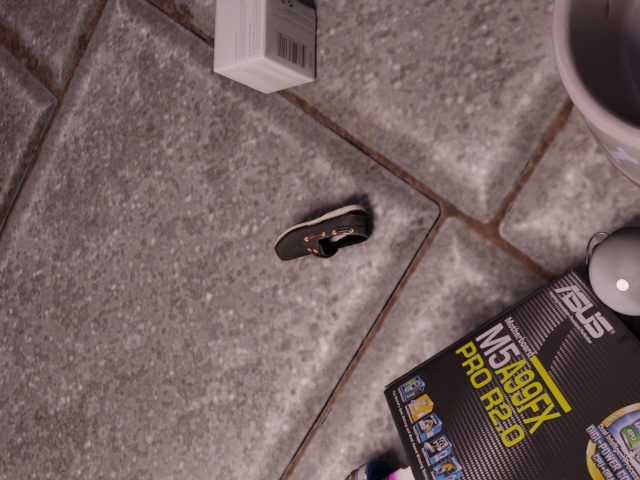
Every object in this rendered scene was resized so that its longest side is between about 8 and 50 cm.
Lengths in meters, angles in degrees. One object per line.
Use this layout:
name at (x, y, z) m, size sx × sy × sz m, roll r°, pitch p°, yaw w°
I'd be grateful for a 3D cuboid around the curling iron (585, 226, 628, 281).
curling iron at (0.345, 0.077, 0.688) m, size 0.274 × 0.035 × 0.068 m, roll 38°, pitch 124°, yaw 32°

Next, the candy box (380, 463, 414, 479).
candy box at (0.132, 0.280, 0.756) m, size 0.233 × 0.071 × 0.159 m, roll -34°, pitch 62°, yaw 8°

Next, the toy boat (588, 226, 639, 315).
toy boat at (0.322, 0.093, 0.535) m, size 0.148 × 0.268 × 0.318 m, roll -46°, pitch 58°, yaw 27°

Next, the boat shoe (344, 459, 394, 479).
boat shoe at (0.071, 0.331, 0.853) m, size 0.066 × 0.066 × 0.183 m, roll -38°, pitch 58°, yaw 40°

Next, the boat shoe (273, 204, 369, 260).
boat shoe at (-0.001, 0.000, 0.959) m, size 0.133 × 0.049 × 0.042 m, roll -21°, pitch 63°, yaw 30°

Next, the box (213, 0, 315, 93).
box at (-0.069, -0.252, 1.014) m, size 0.087 × 0.101 × 0.101 m, roll -7°, pitch 78°, yaw 38°

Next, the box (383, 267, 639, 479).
box at (0.181, 0.162, 0.655) m, size 0.216 × 0.060 × 0.270 m, roll -34°, pitch 27°, yaw 9°

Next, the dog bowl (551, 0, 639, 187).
dog bowl at (0.347, -0.199, 0.648) m, size 0.349 × 0.102 × 0.348 m, roll -16°, pitch 66°, yaw 41°
